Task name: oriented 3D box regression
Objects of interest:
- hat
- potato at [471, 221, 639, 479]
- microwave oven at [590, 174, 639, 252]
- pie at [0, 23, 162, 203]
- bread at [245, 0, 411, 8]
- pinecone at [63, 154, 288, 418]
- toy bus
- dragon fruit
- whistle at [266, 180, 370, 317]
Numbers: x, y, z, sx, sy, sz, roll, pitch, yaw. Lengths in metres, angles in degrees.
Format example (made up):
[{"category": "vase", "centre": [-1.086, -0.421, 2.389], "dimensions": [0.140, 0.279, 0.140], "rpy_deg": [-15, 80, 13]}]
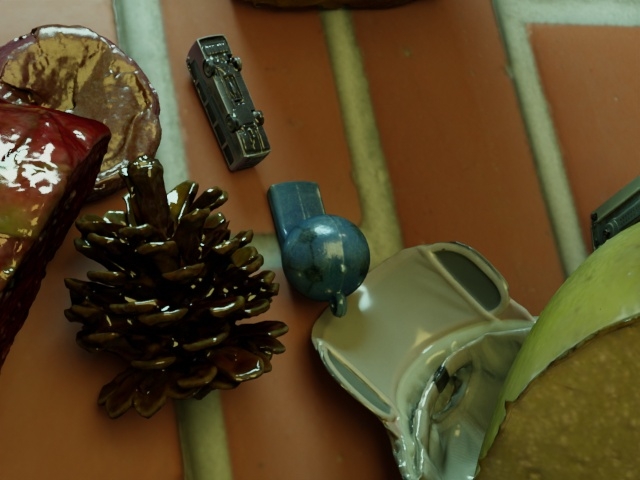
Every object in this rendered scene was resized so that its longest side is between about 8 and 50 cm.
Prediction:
[{"category": "hat", "centre": [0.106, 0.131, 1.250], "dimensions": [0.219, 0.164, 0.226], "rpy_deg": [-38, 45, -22]}, {"category": "potato", "centre": [0.335, 0.166, 1.081], "dimensions": [0.386, 0.442, 0.319], "rpy_deg": [15, 34, 12]}, {"category": "microwave oven", "centre": [0.384, 0.012, 1.309], "dimensions": [0.145, 0.240, 0.193], "rpy_deg": [10, 64, -17]}, {"category": "pie", "centre": [-0.236, -0.116, 1.239], "dimensions": [0.182, 0.049, 0.182], "rpy_deg": [5, 69, -15]}, {"category": "bread", "centre": [0.042, -0.381, 1.331], "dimensions": [0.279, 0.279, 0.207], "rpy_deg": [-8, 72, -27]}, {"category": "pinecone", "centre": [-0.132, 0.037, 1.144], "dimensions": [0.186, 0.169, 0.212], "rpy_deg": [-29, 93, -43]}, {"category": "toy bus", "centre": [-0.090, -0.133, 1.301], "dimensions": [0.037, 0.052, 0.130], "rpy_deg": [-16, 76, -31]}, {"category": "dragon fruit", "centre": [-0.356, 0.006, 1.079], "dimensions": [0.330, 0.302, 0.240], "rpy_deg": [4, 108, 2]}, {"category": "whistle", "centre": [0.000, 0.000, 1.251], "dimensions": [0.090, 0.090, 0.157], "rpy_deg": [-5, 65, -23]}]
